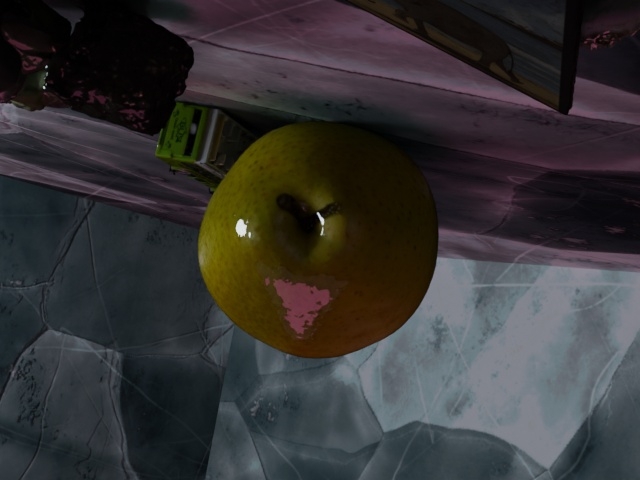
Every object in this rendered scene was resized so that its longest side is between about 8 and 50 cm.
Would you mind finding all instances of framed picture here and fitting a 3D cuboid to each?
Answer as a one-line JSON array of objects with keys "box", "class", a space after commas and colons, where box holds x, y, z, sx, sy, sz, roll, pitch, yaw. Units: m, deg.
[{"box": [0.085, -0.204, 0.903, 0.265, 0.016, 0.347, 31, 178, 12], "class": "framed picture"}]

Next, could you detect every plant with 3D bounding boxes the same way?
[{"box": [-0.251, -0.207, 1.295, 0.203, 0.131, 0.142, 20, 179, 2], "class": "plant"}]

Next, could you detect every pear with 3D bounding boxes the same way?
[{"box": [0.000, 0.000, 1.730, 0.363, 0.362, 0.418, 9, 176, 11], "class": "pear"}]

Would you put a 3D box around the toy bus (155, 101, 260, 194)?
[{"box": [-0.145, -0.132, 1.880, 0.139, 0.113, 0.302, 9, 172, 24], "class": "toy bus"}]

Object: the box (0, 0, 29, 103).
[{"box": [-0.481, -0.255, 1.308, 0.274, 0.138, 0.178, 7, 167, 9], "class": "box"}]

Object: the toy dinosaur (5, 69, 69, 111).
[{"box": [-0.394, -0.222, 1.641, 0.294, 0.077, 0.162, 9, 174, 6], "class": "toy dinosaur"}]

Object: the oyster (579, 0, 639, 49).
[{"box": [0.213, -0.199, 0.810, 0.199, 0.087, 0.252, 14, 171, 9], "class": "oyster"}]
